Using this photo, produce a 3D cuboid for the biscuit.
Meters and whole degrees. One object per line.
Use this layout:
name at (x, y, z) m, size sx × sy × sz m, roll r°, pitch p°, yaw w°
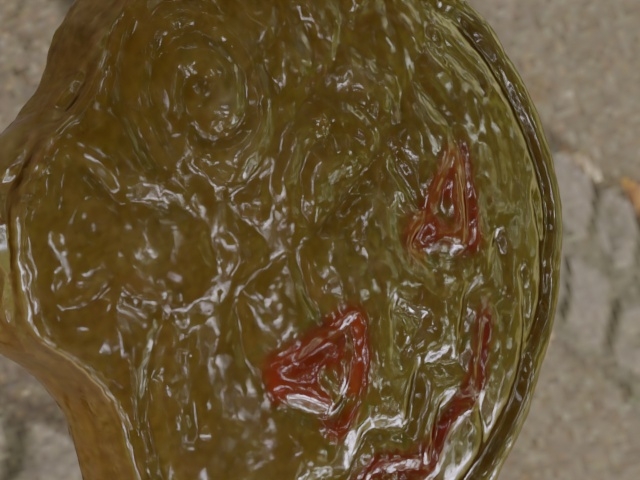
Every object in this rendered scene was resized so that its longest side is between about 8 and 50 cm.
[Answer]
biscuit at (0.001, 0.000, 0.706) m, size 0.273 × 0.049 × 0.257 m, roll -54°, pitch 126°, yaw -40°
